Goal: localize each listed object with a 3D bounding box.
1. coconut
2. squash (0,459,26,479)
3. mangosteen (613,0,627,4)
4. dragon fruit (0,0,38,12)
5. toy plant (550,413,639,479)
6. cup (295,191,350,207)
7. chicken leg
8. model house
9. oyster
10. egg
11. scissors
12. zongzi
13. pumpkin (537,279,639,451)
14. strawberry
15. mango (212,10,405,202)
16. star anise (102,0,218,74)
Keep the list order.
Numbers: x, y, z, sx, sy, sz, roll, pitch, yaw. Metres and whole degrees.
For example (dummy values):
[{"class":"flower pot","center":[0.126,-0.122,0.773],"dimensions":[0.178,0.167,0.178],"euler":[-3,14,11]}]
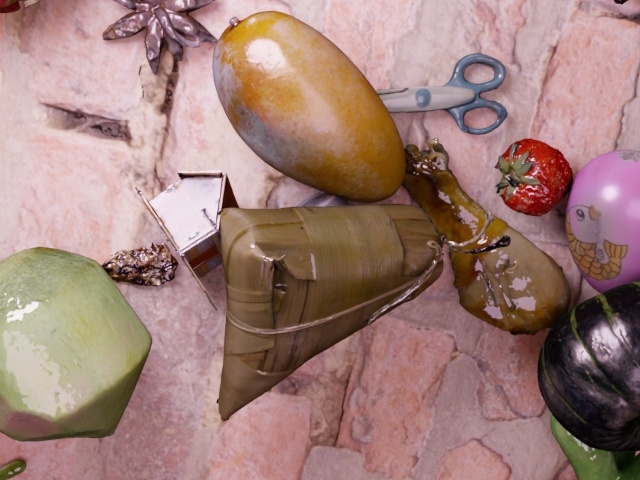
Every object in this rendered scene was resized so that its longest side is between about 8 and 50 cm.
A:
[{"class":"coconut","center":[-0.413,0.176,1.352],"dimensions":[0.281,0.328,0.329],"euler":[-34,108,-18]},{"class":"squash","center":[-0.558,0.408,1.528],"dimensions":[0.089,0.027,0.027],"euler":[-22,106,-1]},{"class":"mangosteen","center":[0.607,-0.517,1.342],"dimensions":[0.329,0.330,0.330],"euler":[-2,104,-8]},{"class":"dragon fruit","center":[-0.453,-0.465,1.176],"dimensions":[0.329,0.329,0.330],"euler":[-2,104,-8]},{"class":"toy plant","center":[0.561,0.493,1.620],"dimensions":[0.316,0.210,0.356],"euler":[11,98,15]},{"class":"cup","center":[0.006,0.000,1.469],"dimensions":[0.136,0.099,0.133],"euler":[-35,108,-20]},{"class":"chicken leg","center":[0.278,-0.001,1.510],"dimensions":[0.201,0.152,0.429],"euler":[-41,99,-10]},{"class":"model house","center":[-0.176,-0.015,1.404],"dimensions":[0.135,0.219,0.207],"euler":[-35,68,-8]},{"class":"oyster","center":[-0.308,0.051,1.474],"dimensions":[0.132,0.029,0.086],"euler":[-24,107,-4]},{"class":"egg","center":[0.522,-0.025,1.500],"dimensions":[0.196,0.196,0.271],"euler":[-23,117,-3]},{"class":"scissors","center":[0.177,-0.240,1.472],"dimensions":[0.288,0.041,0.138],"euler":[-6,101,-10]},{"class":"zongzi","center":[0.049,0.103,1.395],"dimensions":[0.446,0.181,0.418],"euler":[-4,126,-22]},{"class":"pumpkin","center":[0.523,0.207,1.453],"dimensions":[0.323,0.241,0.323],"euler":[-8,144,-6]},{"class":"strawberry","center":[0.374,-0.103,1.496],"dimensions":[0.148,0.131,0.131],"euler":[17,101,-14]},{"class":"mango","center":[-0.014,-0.194,1.365],"dimensions":[0.384,0.199,0.221],"euler":[44,137,-20]},{"class":"star anise","center":[-0.257,-0.362,1.361],"dimensions":[0.195,0.065,0.182],"euler":[-29,105,3]}]
